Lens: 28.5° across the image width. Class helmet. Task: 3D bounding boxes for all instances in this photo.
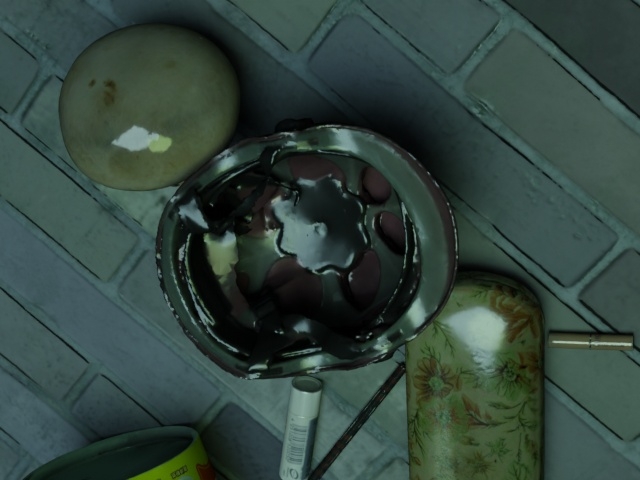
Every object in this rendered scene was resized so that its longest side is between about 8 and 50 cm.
[{"bbox_3d":[0.000,0.000,1.364,0.338,0.197,0.271,-22,96,19],"label":"helmet"}]

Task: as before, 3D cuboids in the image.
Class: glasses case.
[{"bbox_3d":[0.180,0.237,1.458,0.156,0.098,0.425,2,112,15],"label":"glasses case"}]

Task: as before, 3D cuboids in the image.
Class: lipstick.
[{"bbox_3d":[0.303,0.113,1.411,0.094,0.019,0.019,0,112,18],"label":"lipstick"},{"bbox_3d":[-0.025,0.237,1.560,0.040,0.040,0.141,14,115,13],"label":"lipstick"}]

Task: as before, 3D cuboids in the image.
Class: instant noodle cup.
[{"bbox_3d":[-0.229,0.373,1.560,0.311,0.311,0.221,-11,99,22],"label":"instant noodle cup"}]

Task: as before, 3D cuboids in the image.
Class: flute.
[{"bbox_3d":[0.032,0.245,1.559,0.014,0.014,0.269,36,118,1],"label":"flute"}]

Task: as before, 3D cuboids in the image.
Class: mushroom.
[{"bbox_3d":[-0.182,-0.133,1.394,0.204,0.204,0.204,7,114,16],"label":"mushroom"}]
